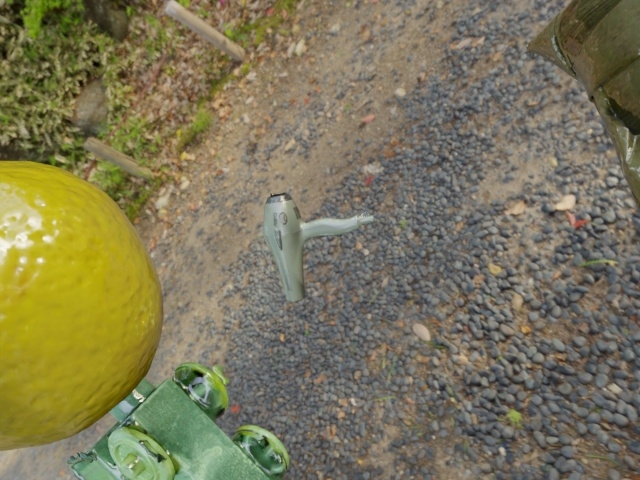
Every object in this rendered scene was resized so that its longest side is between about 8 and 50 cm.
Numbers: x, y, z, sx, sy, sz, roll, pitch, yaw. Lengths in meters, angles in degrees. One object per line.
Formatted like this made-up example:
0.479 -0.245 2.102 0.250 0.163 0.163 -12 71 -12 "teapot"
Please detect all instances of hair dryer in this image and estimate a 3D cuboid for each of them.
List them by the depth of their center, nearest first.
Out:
-0.018 0.026 0.937 0.224 0.088 0.219 13 106 10 "hair dryer"

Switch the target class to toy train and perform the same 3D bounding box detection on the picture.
-0.171 0.292 0.588 0.188 0.272 0.159 -43 2 35 "toy train"

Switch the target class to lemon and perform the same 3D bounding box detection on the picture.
-0.274 0.056 0.421 0.267 0.267 0.267 -26 51 37 "lemon"

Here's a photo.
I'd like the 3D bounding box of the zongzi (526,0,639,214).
0.385 -0.137 0.574 0.500 0.218 0.467 -66 15 -11 "zongzi"
